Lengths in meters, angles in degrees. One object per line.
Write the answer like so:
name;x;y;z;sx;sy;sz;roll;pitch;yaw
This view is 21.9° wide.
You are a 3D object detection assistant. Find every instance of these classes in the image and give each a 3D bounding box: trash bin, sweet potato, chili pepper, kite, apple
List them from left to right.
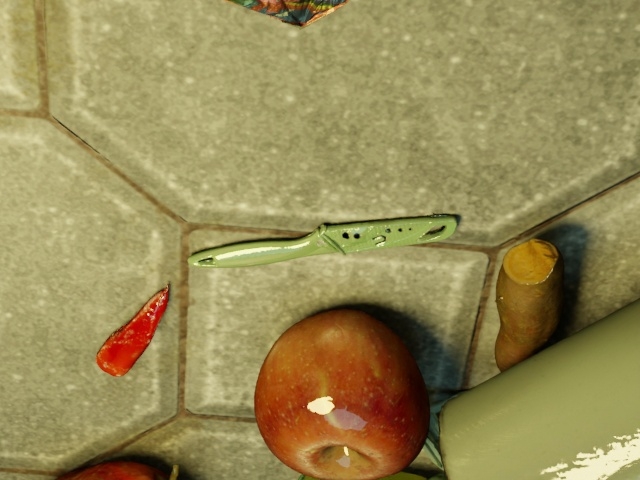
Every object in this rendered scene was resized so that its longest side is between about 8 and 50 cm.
chili pepper;-0.206;0.107;1.856;0.045;0.027;0.178;25;131;-20
kite;0.002;-0.236;1.433;0.321;0.016;0.234;-15;167;-18
apple;0.025;0.169;1.821;0.201;0.162;0.201;3;148;2
sweet potato;0.219;0.071;1.769;0.077;0.077;0.244;2;148;1
trash bin;0.365;0.188;1.704;0.432;0.280;0.280;-28;129;21

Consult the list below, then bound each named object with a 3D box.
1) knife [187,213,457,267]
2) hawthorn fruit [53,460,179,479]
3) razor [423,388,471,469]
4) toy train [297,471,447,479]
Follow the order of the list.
knife;0.000;0.001;1.740;0.293;0.020;0.043;-6;134;9
hawthorn fruit;-0.247;0.366;2.006;0.261;0.224;0.224;-39;124;20
razor;0.234;0.175;1.894;0.277;0.056;0.111;-22;129;15
toy train;0.082;0.448;2.006;0.253;0.160;0.397;10;112;16
